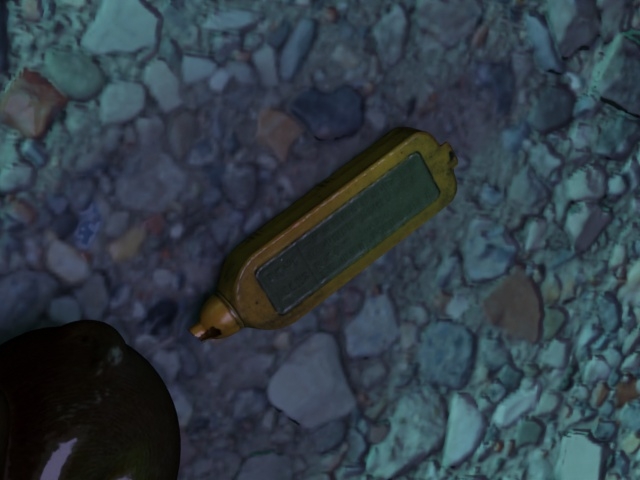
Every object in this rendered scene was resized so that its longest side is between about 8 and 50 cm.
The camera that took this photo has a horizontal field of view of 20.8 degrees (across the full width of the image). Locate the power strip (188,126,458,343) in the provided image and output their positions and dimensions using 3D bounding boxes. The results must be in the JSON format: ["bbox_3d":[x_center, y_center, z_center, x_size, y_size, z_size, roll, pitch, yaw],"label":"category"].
[{"bbox_3d":[0.000,0.000,0.956,0.178,0.028,0.049,-37,119,-14],"label":"power strip"}]

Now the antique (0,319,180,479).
[{"bbox_3d":[-0.146,0.164,0.880,0.143,0.121,0.257,-1,98,-37],"label":"antique"}]
